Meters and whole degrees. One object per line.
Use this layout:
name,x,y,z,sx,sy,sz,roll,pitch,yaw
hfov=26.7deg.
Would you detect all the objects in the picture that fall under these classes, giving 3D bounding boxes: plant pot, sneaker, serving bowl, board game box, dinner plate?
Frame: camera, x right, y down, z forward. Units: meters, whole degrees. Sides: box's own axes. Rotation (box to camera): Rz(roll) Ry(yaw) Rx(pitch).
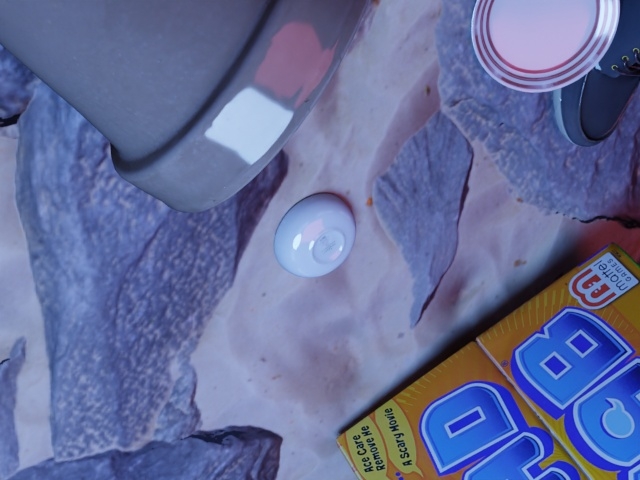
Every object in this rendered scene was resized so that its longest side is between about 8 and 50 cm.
plant pot,-0.124,-0.182,0.904,0.229,0.263,0.263,28,100,-24
sneaker,0.298,-0.176,1.269,0.083,0.118,0.222,-4,119,-34
serving bowl,0.000,0.000,1.228,0.083,0.027,0.083,-17,125,-26
board game box,0.299,0.303,1.371,0.356,0.356,0.356,-36,134,-2
dinner plate,0.204,-0.203,1.234,0.141,0.017,0.141,-6,119,-10
